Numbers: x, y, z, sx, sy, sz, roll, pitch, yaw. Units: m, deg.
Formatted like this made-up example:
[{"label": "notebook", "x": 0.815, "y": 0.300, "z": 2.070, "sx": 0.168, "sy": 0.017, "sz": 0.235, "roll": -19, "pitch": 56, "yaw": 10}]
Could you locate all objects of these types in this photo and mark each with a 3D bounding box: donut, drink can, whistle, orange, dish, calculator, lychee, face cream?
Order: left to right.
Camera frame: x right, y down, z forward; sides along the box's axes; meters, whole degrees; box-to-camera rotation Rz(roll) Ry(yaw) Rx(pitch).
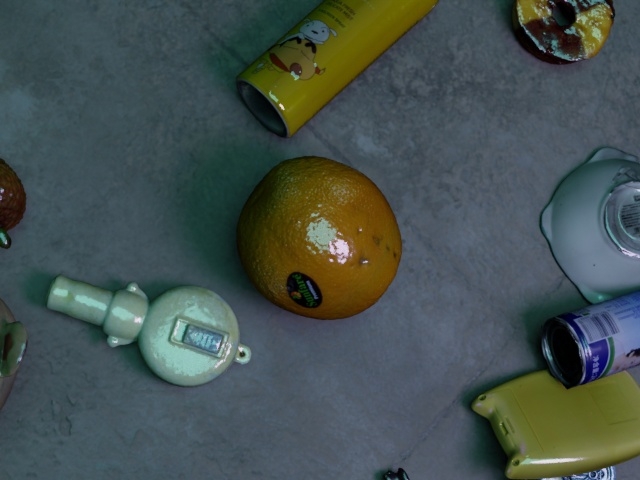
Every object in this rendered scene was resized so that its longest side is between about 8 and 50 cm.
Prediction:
[{"label": "lychee", "x": -0.408, "y": -0.051, "z": 1.471, "sx": 0.114, "sy": 0.114, "sz": 0.146, "roll": -22, "pitch": 65, "yaw": -13}, {"label": "whistle", "x": -0.206, "y": 0.101, "z": 1.505, "sx": 0.258, "sy": 0.067, "sz": 0.126, "roll": 19, "pitch": 76, "yaw": -4}, {"label": "orange", "x": 0.000, "y": 0.000, "z": 1.497, "sx": 0.206, "sy": 0.206, "sz": 0.206, "roll": 2, "pitch": 80, "yaw": -10}, {"label": "face cream", "x": 0.049, "y": -0.281, "z": 1.596, "sx": 0.348, "sy": 0.105, "sz": 0.105, "roll": -43, "pitch": 90, "yaw": -14}, {"label": "donut", "x": 0.325, "y": -0.303, "z": 1.674, "sx": 0.140, "sy": 0.059, "sz": 0.140, "roll": 2, "pitch": 80, "yaw": -11}, {"label": "calculator", "x": 0.320, "y": 0.221, "z": 1.559, "sx": 0.236, "sy": 0.033, "sz": 0.157, "roll": -10, "pitch": 46, "yaw": -17}, {"label": "drink can", "x": 0.405, "y": 0.113, "z": 1.585, "sx": 0.235, "sy": 0.097, "sz": 0.097, "roll": -16, "pitch": 83, "yaw": -21}, {"label": "dish", "x": 0.421, "y": -0.019, "z": 1.633, "sx": 0.246, "sy": 0.078, "sz": 0.224, "roll": 7, "pitch": 78, "yaw": -9}]

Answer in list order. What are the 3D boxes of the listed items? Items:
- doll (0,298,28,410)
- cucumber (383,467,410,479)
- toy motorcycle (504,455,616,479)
[{"label": "doll", "x": -0.458, "y": 0.198, "z": 1.388, "sx": 0.174, "sy": 0.235, "sz": 0.330, "roll": 38, "pitch": 81, "yaw": -46}, {"label": "cucumber", "x": 0.118, "y": 0.347, "z": 1.539, "sx": 0.033, "sy": 0.034, "sz": 0.135, "roll": -23, "pitch": 80, "yaw": 1}, {"label": "toy motorcycle", "x": 0.260, "y": 0.355, "z": 1.535, "sx": 0.135, "sy": 0.092, "sz": 0.254, "roll": 31, "pitch": 82, "yaw": 2}]
